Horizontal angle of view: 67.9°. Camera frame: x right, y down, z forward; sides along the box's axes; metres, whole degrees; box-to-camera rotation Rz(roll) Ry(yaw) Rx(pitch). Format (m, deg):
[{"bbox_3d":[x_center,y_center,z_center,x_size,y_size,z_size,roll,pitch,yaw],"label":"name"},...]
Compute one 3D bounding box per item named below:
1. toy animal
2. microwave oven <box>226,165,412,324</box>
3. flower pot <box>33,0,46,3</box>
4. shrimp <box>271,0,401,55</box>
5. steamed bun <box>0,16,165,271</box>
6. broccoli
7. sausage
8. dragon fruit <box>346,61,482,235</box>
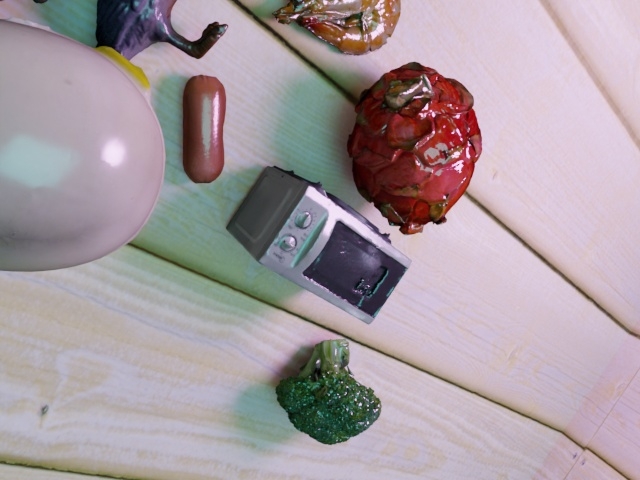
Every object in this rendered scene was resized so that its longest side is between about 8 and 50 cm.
[{"bbox_3d":[-0.252,-0.359,0.739,0.298,0.122,0.185,-42,119,12],"label":"toy animal"},{"bbox_3d":[0.000,0.000,0.960,0.295,0.237,0.181,33,92,-33],"label":"microwave oven"},{"bbox_3d":[-0.431,-0.433,0.560,0.301,0.213,0.302,-11,116,-24],"label":"flower pot"},{"bbox_3d":[0.039,-0.433,0.913,0.294,0.062,0.154,-14,122,-25],"label":"shrimp"},{"bbox_3d":[-0.407,-0.121,0.641,0.373,0.334,0.334,7,106,-27],"label":"steamed bun"},{"bbox_3d":[0.025,0.367,1.155,0.269,0.261,0.242,9,67,-35],"label":"broccoli"},{"bbox_3d":[-0.211,-0.199,0.863,0.077,0.077,0.194,-5,112,-27],"label":"sausage"},{"bbox_3d":[0.190,-0.188,0.969,0.277,0.277,0.343,-34,140,-13],"label":"dragon fruit"}]
